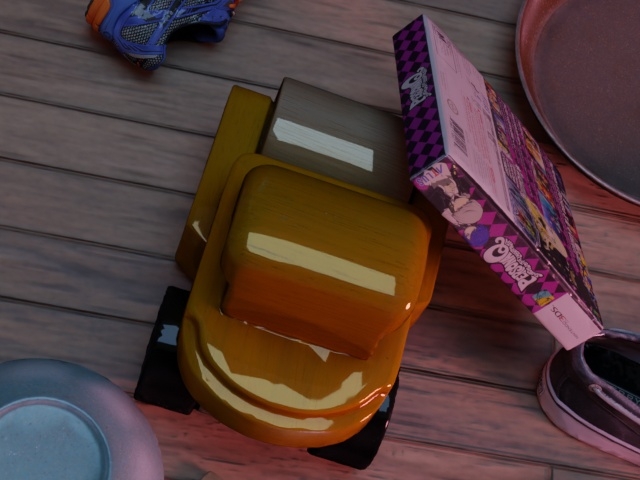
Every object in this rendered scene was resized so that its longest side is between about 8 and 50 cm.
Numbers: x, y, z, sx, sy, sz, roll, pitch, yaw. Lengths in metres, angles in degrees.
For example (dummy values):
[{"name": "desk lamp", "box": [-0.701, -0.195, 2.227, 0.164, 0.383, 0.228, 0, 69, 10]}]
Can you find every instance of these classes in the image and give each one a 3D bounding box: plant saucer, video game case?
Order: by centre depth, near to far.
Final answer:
[{"name": "plant saucer", "box": [-0.212, 0.173, 1.108, 0.195, 0.037, 0.195, 6, 63, -11]}, {"name": "video game case", "box": [0.140, -0.052, 1.197, 0.210, 0.042, 0.232, 45, 23, -27]}, {"name": "plant saucer", "box": [0.325, -0.149, 1.404, 0.310, 0.050, 0.310, 6, 62, -12]}]

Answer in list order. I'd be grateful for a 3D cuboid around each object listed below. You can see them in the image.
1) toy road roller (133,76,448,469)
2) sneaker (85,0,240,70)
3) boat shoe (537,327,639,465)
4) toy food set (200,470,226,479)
[{"name": "toy road roller", "box": [0.000, 0.000, 1.133, 0.202, 0.240, 0.329, 19, 61, -5]}, {"name": "sneaker", "box": [-0.101, -0.220, 1.321, 0.221, 0.083, 0.087, -33, 89, -21]}, {"name": "boat shoe", "box": [0.334, 0.150, 1.224, 0.301, 0.102, 0.108, 24, 60, -2]}, {"name": "toy food set", "box": [-0.083, 0.271, 1.090, 0.132, 0.038, 0.192, 32, 61, 2]}]
